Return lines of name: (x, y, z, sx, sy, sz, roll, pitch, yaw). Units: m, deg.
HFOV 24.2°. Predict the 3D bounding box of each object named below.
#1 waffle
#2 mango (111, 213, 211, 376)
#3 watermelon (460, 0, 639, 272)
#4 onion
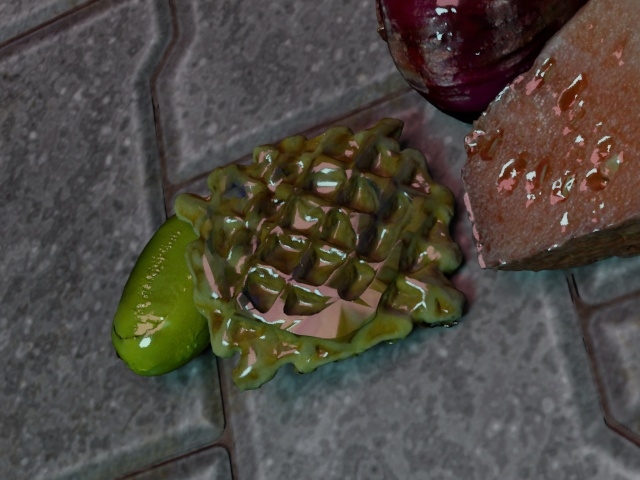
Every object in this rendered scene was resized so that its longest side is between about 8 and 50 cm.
waffle: (-0.001, -0.002, 1.180, 0.223, 0.054, 0.204, -19, 59, 2)
mango: (-0.113, 0.041, 1.241, 0.091, 0.074, 0.165, 18, 64, 27)
watermelon: (0.219, -0.068, 1.083, 0.256, 0.140, 0.193, -32, 60, 24)
onion: (0.148, -0.205, 1.179, 0.218, 0.140, 0.195, -11, 56, 21)
